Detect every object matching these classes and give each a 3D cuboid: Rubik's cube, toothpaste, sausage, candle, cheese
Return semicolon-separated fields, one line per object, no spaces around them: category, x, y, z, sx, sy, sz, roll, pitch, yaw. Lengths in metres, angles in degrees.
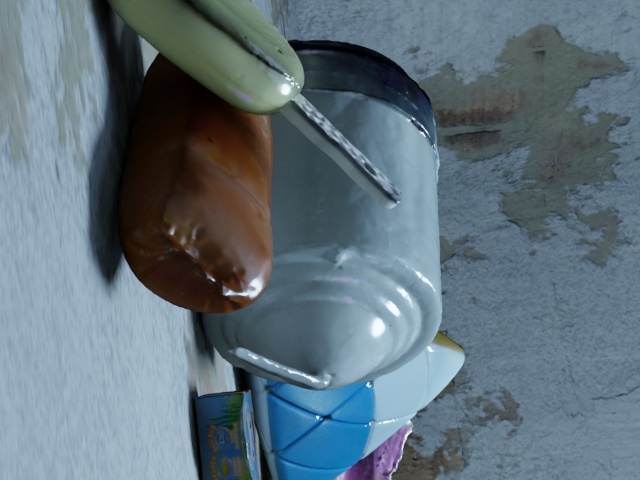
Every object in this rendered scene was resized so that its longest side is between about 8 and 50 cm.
Rubik's cube;0.028;0.154;1.984;0.254;0.254;0.254;-6;90;-87
toothpaste;-0.071;0.218;1.542;0.070;0.044;0.193;29;55;-85
sausage;-0.084;-0.047;1.315;0.097;0.094;0.348;40;21;-19
candle;0.000;0.000;1.698;0.221;0.221;0.342;80;7;-53
cheese;-0.038;-0.112;1.312;0.251;0.054;0.127;43;18;-6

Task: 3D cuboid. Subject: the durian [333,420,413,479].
durian;0.000;0.212;2.105;0.112;0.191;0.341;32;64;-40
